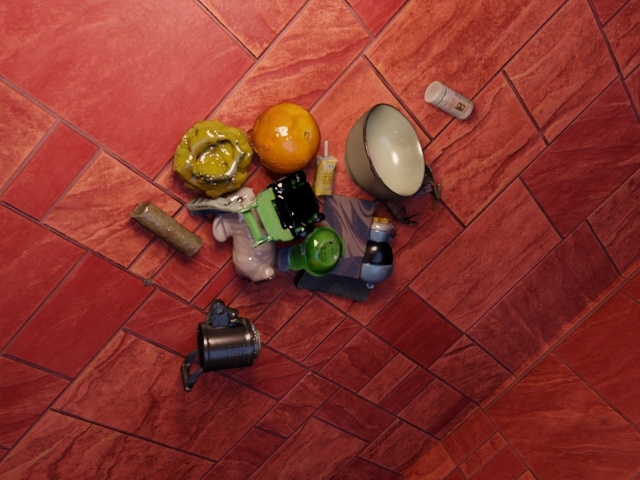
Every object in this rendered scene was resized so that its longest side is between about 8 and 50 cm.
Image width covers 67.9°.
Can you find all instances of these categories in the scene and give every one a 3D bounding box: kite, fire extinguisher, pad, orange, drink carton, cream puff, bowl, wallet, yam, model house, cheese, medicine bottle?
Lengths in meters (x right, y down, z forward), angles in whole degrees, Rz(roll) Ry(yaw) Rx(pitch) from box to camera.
[{"bbox_3d":[-0.659,0.147,1.819,0.044,0.002,0.078,1,119,-23],"label":"kite"},{"bbox_3d":[0.326,-0.132,1.995,0.252,0.106,0.075,46,61,-36],"label":"fire extinguisher"},{"bbox_3d":[0.093,-0.017,1.941,0.220,0.004,0.330,10,97,-12],"label":"pad"},{"bbox_3d":[-0.118,-0.347,1.614,0.240,0.240,0.240,-10,122,-17],"label":"orange"},{"bbox_3d":[0.019,-0.273,1.808,0.084,0.074,0.200,-3,121,-21],"label":"drink carton"},{"bbox_3d":[-0.351,-0.266,1.594,0.281,0.185,0.282,-12,126,-17],"label":"cream puff"},{"bbox_3d":[0.211,-0.304,1.759,0.354,0.354,0.185,33,146,-33],"label":"bowl"},{"bbox_3d":[0.081,0.161,2.103,0.379,0.046,0.191,15,113,-29],"label":"wallet"},{"bbox_3d":[-0.548,-0.042,1.702,0.093,0.093,0.259,-44,125,6],"label":"yam"},{"bbox_3d":[0.412,-0.233,1.969,0.088,0.117,0.167,-25,128,-2],"label":"model house"},{"bbox_3d":[-0.030,0.048,1.846,0.320,0.083,0.204,-10,106,-34],"label":"cheese"},{"bbox_3d":[0.498,-0.539,1.839,0.183,0.086,0.086,16,111,-29],"label":"medicine bottle"}]

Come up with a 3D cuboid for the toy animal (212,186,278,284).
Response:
[{"bbox_3d":[-0.283,-0.018,1.787,0.257,0.194,0.357,-20,111,19],"label":"toy animal"}]

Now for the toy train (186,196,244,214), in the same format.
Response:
[{"bbox_3d":[-0.366,-0.123,1.660,0.052,0.233,0.051,-58,135,-39],"label":"toy train"}]

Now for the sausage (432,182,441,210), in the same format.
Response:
[{"bbox_3d":[0.511,-0.192,2.085,0.024,0.024,0.132,-7,122,-18],"label":"sausage"}]

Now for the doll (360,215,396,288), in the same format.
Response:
[{"bbox_3d":[0.235,0.054,2.037,0.177,0.141,0.314,7,98,-12],"label":"doll"}]

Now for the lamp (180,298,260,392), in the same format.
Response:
[{"bbox_3d":[-0.389,0.442,1.975,0.272,0.205,0.374,18,100,-25],"label":"lamp"}]

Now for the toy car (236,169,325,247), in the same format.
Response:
[{"bbox_3d":[-0.125,-0.111,1.695,0.176,0.359,0.213,-21,101,22],"label":"toy car"}]
